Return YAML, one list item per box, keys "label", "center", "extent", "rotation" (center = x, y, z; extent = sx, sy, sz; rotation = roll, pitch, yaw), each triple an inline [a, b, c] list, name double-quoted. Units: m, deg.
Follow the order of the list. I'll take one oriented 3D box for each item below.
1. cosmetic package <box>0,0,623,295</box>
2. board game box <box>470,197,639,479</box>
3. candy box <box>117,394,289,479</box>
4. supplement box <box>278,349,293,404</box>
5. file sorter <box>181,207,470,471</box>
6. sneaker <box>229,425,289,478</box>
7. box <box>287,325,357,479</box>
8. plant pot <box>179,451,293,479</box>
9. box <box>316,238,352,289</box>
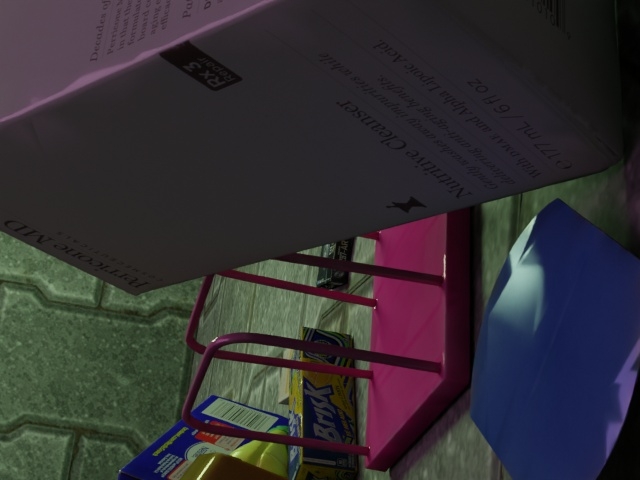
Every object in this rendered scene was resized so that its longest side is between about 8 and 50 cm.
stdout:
- label: "cosmetic package"
  center: [-0.047, -0.102, 0.688]
  extent: [0.385, 0.217, 0.156]
  rotation: [-18, 55, 39]
- label: "board game box"
  center: [0.128, 0.058, 0.587]
  extent: [0.169, 0.033, 0.133]
  rotation: [-123, 48, -68]
- label: "candy box"
  center: [-0.153, 0.372, 1.335]
  extent: [0.268, 0.122, 0.317]
  rotation: [-33, -41, -70]
- label: "supplement box"
  center: [-0.018, 0.147, 1.292]
  extent: [0.098, 0.036, 0.062]
  rotation: [132, 146, -72]
- label: "file sorter"
  center: [0.000, 0.000, 0.919]
  extent: [0.202, 0.182, 0.291]
  rotation: [117, 160, -58]
- label: "sneaker"
  center: [-0.051, 0.321, 1.196]
  extent: [0.123, 0.109, 0.296]
  rotation: [-41, -35, -58]
- label: "box"
  center: [0.000, 0.165, 1.122]
  extent: [0.169, 0.054, 0.059]
  rotation: [-92, 15, -47]
- label: "plant pot"
  center: [-0.062, 0.287, 0.970]
  extent: [0.212, 0.212, 0.187]
  rotation: [138, 154, -74]
- label: "box"
  center: [0.016, 0.017, 1.284]
  extent: [0.083, 0.018, 0.067]
  rotation: [150, 129, -77]
